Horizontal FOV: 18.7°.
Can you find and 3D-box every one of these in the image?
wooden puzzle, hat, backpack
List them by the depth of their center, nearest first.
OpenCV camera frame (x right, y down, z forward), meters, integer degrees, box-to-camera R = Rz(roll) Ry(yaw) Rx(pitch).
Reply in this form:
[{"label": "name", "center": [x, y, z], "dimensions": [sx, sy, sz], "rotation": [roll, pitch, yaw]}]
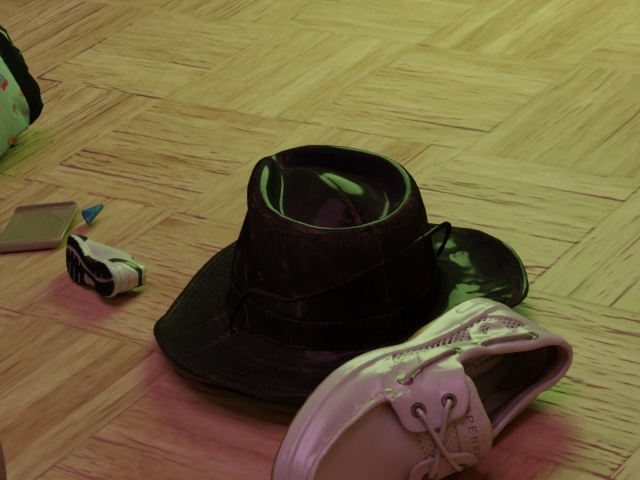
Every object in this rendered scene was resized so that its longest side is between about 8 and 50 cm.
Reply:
[{"label": "hat", "center": [0.000, 0.000, 1.585], "dimensions": [0.331, 0.134, 0.331], "rotation": [-12, 23, 5]}, {"label": "wooden puzzle", "center": [-0.271, -0.012, 1.862], "dimensions": [0.116, 0.014, 0.078], "rotation": [-2, 33, 19]}, {"label": "backpack", "center": [-0.378, -0.133, 1.996], "dimensions": [0.115, 0.152, 0.182], "rotation": [3, 42, 44]}]

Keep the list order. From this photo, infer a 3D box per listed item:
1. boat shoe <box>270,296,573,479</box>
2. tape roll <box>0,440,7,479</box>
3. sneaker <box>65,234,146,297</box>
[{"label": "boat shoe", "center": [0.079, 0.123, 1.376], "dimensions": [0.096, 0.098, 0.277], "rotation": [13, 35, 40]}, {"label": "tape roll", "center": [-0.359, 0.144, 1.351], "dimensions": [0.246, 0.246, 0.169], "rotation": [15, 37, 41]}, {"label": "sneaker", "center": [-0.194, 0.023, 1.747], "dimensions": [0.044, 0.040, 0.109], "rotation": [-9, 26, -33]}]
